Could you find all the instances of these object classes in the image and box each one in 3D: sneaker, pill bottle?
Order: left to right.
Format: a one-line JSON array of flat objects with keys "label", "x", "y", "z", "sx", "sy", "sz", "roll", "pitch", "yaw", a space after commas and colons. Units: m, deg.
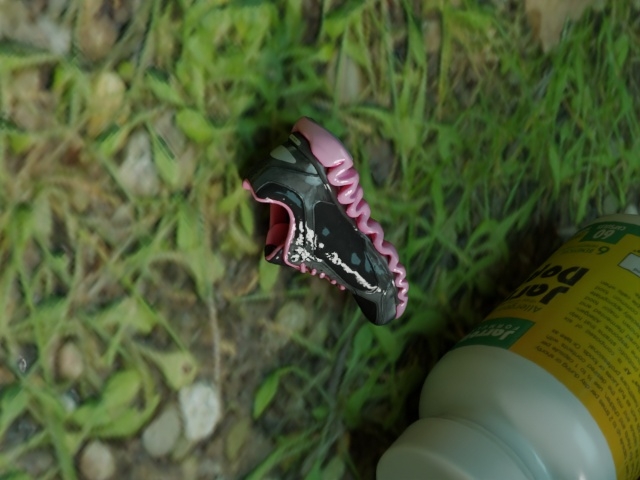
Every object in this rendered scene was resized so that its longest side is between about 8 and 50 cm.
[{"label": "sneaker", "x": 0.000, "y": 0.000, "z": 0.764, "sx": 0.057, "sy": 0.047, "sz": 0.119, "roll": -37, "pitch": 123, "yaw": -13}, {"label": "pill bottle", "x": 0.126, "y": 0.084, "z": 0.852, "sx": 0.208, "sy": 0.117, "sz": 0.118, "roll": -39, "pitch": 124, "yaw": -35}]

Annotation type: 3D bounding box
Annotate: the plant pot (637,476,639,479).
[{"label": "plant pot", "x": 0.144, "y": 0.282, "z": 0.820, "sx": 0.265, "sy": 0.272, "sz": 0.272, "roll": -21, "pitch": 113, "yaw": -33}]
